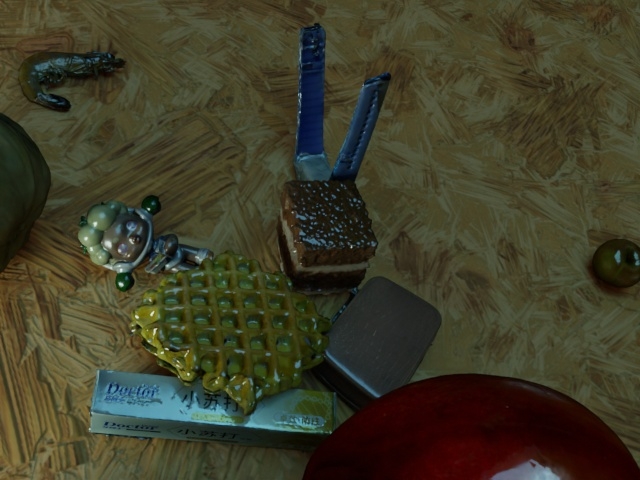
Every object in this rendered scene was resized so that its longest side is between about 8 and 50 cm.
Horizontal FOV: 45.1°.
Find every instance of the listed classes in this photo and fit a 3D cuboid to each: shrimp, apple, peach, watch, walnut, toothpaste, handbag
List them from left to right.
[{"bbox_3d":[-0.503,-0.064,0.984,0.277,0.253,0.282,17,51,-9],"label":"walnut"},{"bbox_3d":[-0.416,-0.272,1.300,0.178,0.034,0.124,-3,60,-18],"label":"shrimp"},{"bbox_3d":[-0.138,0.223,1.006,0.313,0.089,0.071,9,58,-12],"label":"toothpaste"},{"bbox_3d":[0.029,-0.164,1.189,0.068,0.274,0.276,-6,31,-19],"label":"watch"},{"bbox_3d":[0.078,0.150,1.138,0.151,0.072,0.193,33,55,7],"label":"handbag"},{"bbox_3d":[0.159,0.325,0.865,0.388,0.388,0.388,9,54,-12],"label":"peach"},{"bbox_3d":[0.525,0.041,1.355,0.089,0.074,0.089,8,56,-13],"label":"apple"}]

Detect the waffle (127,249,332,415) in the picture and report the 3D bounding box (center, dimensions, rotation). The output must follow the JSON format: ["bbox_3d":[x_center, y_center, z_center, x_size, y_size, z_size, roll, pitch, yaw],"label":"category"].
[{"bbox_3d":[-0.115,0.112,1.041,0.245,0.052,0.254,34,39,19],"label":"waffle"}]

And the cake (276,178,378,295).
[{"bbox_3d":[0.000,0.000,1.169,0.134,0.147,0.135,0,56,-20],"label":"cake"}]

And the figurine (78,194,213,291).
[{"bbox_3d":[-0.254,0.007,1.116,0.197,0.093,0.147,18,78,-6],"label":"figurine"}]
